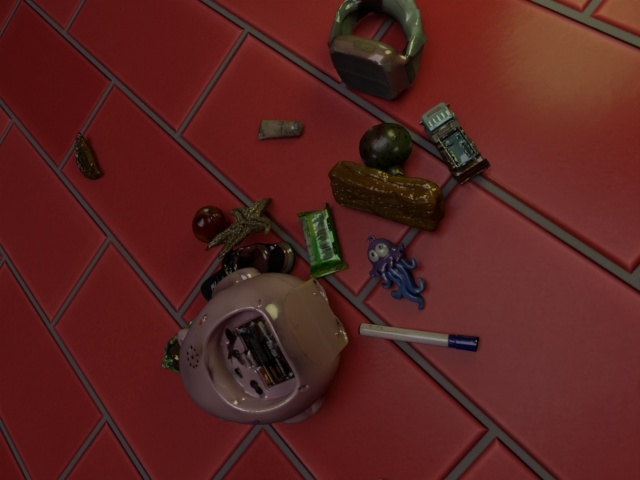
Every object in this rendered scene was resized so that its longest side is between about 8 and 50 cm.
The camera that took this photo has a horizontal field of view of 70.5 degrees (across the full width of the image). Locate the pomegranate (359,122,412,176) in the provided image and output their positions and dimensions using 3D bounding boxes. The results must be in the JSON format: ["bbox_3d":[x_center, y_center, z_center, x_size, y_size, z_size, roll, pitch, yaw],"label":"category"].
[{"bbox_3d":[0.153,-0.213,1.060,0.130,0.130,0.130,-4,80,25],"label":"pomegranate"}]

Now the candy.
[{"bbox_3d":[0.000,0.000,1.150,0.102,0.032,0.178,-20,75,25],"label":"candy"}]

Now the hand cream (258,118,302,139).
[{"bbox_3d":[-0.114,-0.311,1.252,0.143,0.039,0.061,7,87,31],"label":"hand cream"}]

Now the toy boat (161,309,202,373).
[{"bbox_3d":[-0.319,0.249,1.230,0.293,0.099,0.108,-47,67,20],"label":"toy boat"}]

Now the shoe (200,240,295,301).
[{"bbox_3d":[-0.206,0.089,1.175,0.291,0.137,0.114,-31,70,19],"label":"shoe"}]

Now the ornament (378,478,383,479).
[{"bbox_3d":[0.158,0.569,0.982,0.068,0.041,0.092,-34,80,41],"label":"ornament"}]

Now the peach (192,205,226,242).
[{"bbox_3d":[-0.314,-0.043,1.275,0.101,0.101,0.101,-4,80,25],"label":"peach"}]

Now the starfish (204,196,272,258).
[{"bbox_3d":[-0.194,-0.038,1.176,0.227,0.043,0.240,-49,31,-18],"label":"starfish"}]

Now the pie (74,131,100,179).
[{"bbox_3d":[-0.821,-0.282,1.584,0.088,0.033,0.191,-38,73,24],"label":"pie"}]

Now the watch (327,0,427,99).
[{"bbox_3d":[0.145,-0.502,1.110,0.253,0.162,0.241,27,81,24],"label":"watch"}]

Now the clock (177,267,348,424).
[{"bbox_3d":[-0.160,0.261,1.036,0.376,0.250,0.368,-30,87,24],"label":"clock"}]

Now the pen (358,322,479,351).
[{"bbox_3d":[0.213,0.215,1.015,0.269,0.033,0.033,3,83,25],"label":"pen"}]

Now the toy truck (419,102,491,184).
[{"bbox_3d":[0.288,-0.225,1.002,0.080,0.115,0.178,-33,68,17],"label":"toy truck"}]

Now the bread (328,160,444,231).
[{"bbox_3d":[0.150,-0.102,1.046,0.271,0.139,0.077,18,60,29],"label":"bread"}]

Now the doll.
[{"bbox_3d":[0.174,0.070,1.041,0.110,0.067,0.206,-44,77,23],"label":"doll"}]
